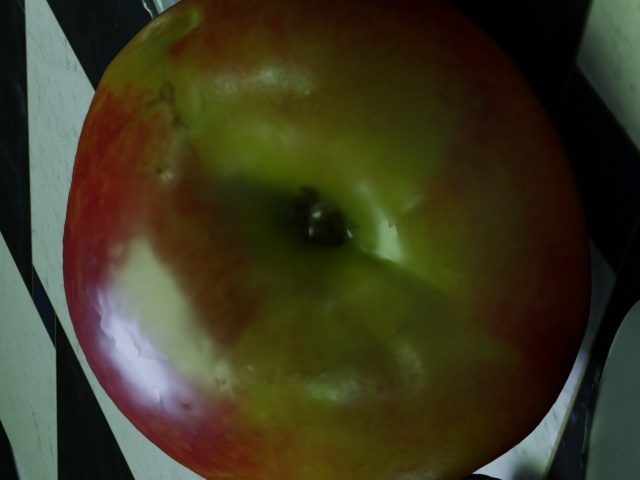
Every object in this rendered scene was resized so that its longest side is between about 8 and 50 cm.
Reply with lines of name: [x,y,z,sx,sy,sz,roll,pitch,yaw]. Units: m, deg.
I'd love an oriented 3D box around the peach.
peach: [0.000,0.000,1.295,0.388,0.388,0.388,52,151,44]

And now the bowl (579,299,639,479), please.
bowl: [0.255,0.192,0.967,0.345,0.157,0.345,-5,-90,-66]

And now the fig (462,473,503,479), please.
fig: [0.132,0.241,1.500,0.109,0.103,0.154,63,-175,26]

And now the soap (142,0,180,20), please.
soap: [-0.054,-0.276,1.485,0.302,0.159,0.257,131,122,-65]
